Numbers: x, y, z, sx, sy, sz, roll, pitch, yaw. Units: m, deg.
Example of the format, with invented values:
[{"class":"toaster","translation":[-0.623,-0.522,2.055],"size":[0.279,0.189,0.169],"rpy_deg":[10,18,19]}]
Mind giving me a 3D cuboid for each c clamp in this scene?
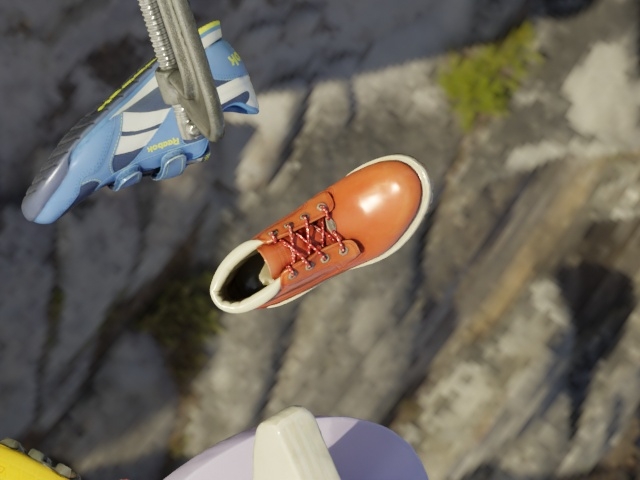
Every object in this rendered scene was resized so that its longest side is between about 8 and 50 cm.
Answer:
[{"class":"c clamp","translation":[-0.075,-0.108,0.867],"size":[0.022,0.137,0.161],"rpy_deg":[-20,119,-8]}]

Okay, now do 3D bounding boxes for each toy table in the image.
[{"class":"toy table","translation":[-0.006,0.211,1.205],"size":[0.274,0.161,0.252],"rpy_deg":[-42,110,-26]}]

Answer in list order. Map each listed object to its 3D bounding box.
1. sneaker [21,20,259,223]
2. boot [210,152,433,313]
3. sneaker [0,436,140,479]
[{"class":"sneaker","translation":[-0.091,-0.051,1.018],"size":[0.144,0.053,0.059],"rpy_deg":[-42,104,-12]},{"class":"boot","translation":[0.000,0.000,1.252],"size":[0.158,0.059,0.084],"rpy_deg":[-34,173,21]},{"class":"sneaker","translation":[-0.075,0.131,0.636],"size":[0.088,0.225,0.093],"rpy_deg":[51,60,-36]}]
